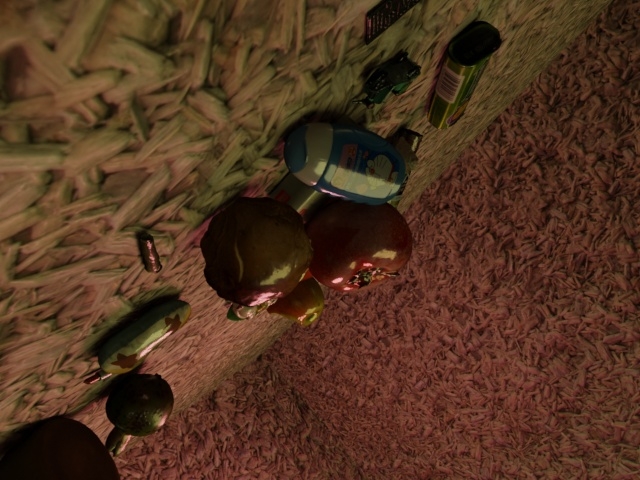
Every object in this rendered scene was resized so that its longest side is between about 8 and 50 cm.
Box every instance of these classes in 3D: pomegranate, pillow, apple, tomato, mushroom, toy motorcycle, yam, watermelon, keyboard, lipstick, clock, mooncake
[{"bbox_3d":[-0.555,0.517,1.202,0.202,0.202,0.247,100,15,-72],"label":"pomegranate"},{"bbox_3d":[-0.413,0.226,0.957,0.233,0.086,0.214,-41,179,-21],"label":"pillow"},{"bbox_3d":[-0.105,0.257,1.709,0.246,0.226,0.246,-40,166,-12],"label":"apple"},{"bbox_3d":[0.089,0.003,1.007,0.271,0.226,0.270,-14,150,-8],"label":"tomato"},{"bbox_3d":[-0.180,0.020,0.878,0.302,0.232,0.208,4,-169,39],"label":"mushroom"},{"bbox_3d":[0.141,-0.326,0.826,0.173,0.058,0.100,-37,173,-35],"label":"toy motorcycle"},{"bbox_3d":[-0.295,0.020,0.698,0.033,0.027,0.129,5,152,-17],"label":"yam"},{"bbox_3d":[0.146,-0.189,0.989,0.241,0.095,0.153,-4,-122,64],"label":"watermelon"},{"bbox_3d":[0.151,-0.408,0.667,0.202,0.011,0.067,-42,168,-6],"label":"keyboard"},{"bbox_3d":[-0.540,0.334,1.017,0.030,0.030,0.129,-47,167,24],"label":"lipstick"},{"bbox_3d":[-0.229,0.206,1.413,0.231,0.103,0.144,-37,176,-21],"label":"clock"},{"bbox_3d":[-0.654,0.605,1.001,0.156,0.284,0.284,-38,168,-11],"label":"mooncake"}]

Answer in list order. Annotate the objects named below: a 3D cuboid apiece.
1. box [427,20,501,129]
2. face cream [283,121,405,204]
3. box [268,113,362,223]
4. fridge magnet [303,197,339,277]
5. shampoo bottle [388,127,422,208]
[{"bbox_3d":[0.389,-0.442,1.124,0.134,0.097,0.345,-44,168,-3],"label":"box"},{"bbox_3d":[0.048,-0.157,0.803,0.264,0.083,0.148,10,102,-31],"label":"face cream"},{"bbox_3d":[0.006,-0.155,0.936,0.269,0.079,0.135,-45,168,11],"label":"box"},{"bbox_3d":[0.000,0.000,1.259,0.364,0.155,0.363,-37,164,-12],"label":"fridge magnet"},{"bbox_3d":[0.241,-0.198,1.307,0.129,0.084,0.322,-17,133,-50],"label":"shampoo bottle"}]
